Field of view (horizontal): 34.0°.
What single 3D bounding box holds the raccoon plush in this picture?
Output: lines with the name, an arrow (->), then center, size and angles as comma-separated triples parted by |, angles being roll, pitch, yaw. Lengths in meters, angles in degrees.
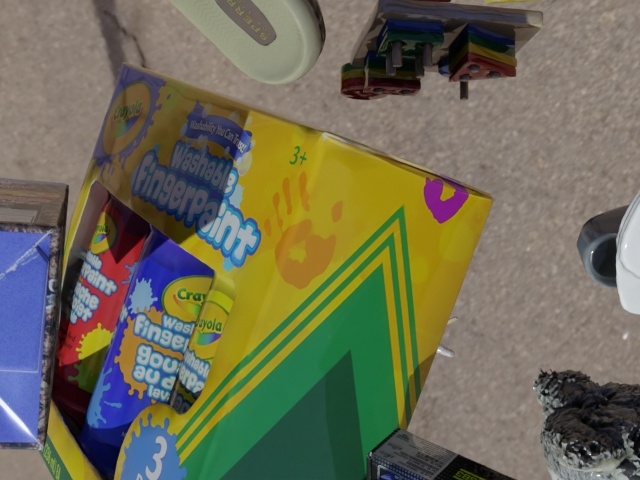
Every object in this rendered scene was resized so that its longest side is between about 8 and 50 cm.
raccoon plush -> 0.449, 0.165, 1.194 | 0.299, 0.216, 0.446 | 37, 92, -17

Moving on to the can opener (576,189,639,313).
can opener -> 0.264, 0.006, 0.476 | 0.280, 0.093, 0.074 | 7, 116, 0

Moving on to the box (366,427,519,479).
box -> 0.118, 0.241, 0.709 | 0.190, 0.045, 0.184 | 20, 122, 33

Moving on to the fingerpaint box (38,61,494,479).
fingerpaint box -> -0.100, 0.063, 0.906 | 0.445, 0.163, 0.371 | 30, 101, 58

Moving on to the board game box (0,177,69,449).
board game box -> -0.302, 0.032, 0.741 | 0.232, 0.291, 0.141 | 4, 97, -13

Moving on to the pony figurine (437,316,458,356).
pony figurine -> -0.004, 0.113, 1.586 | 0.363, 0.302, 0.351 | -41, 68, 21

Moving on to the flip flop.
flip flop -> -0.115, -0.192, 0.664 | 0.277, 0.080, 0.112 | 43, 145, -17

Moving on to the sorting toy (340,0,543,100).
sorting toy -> 0.101, -0.152, 0.858 | 0.274, 0.132, 0.046 | 134, 138, -77
